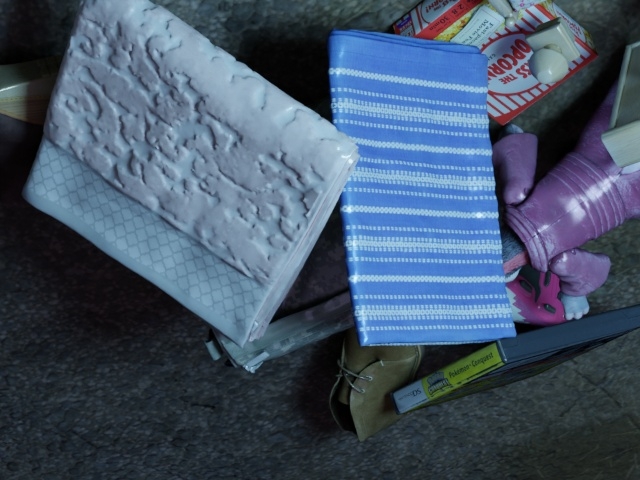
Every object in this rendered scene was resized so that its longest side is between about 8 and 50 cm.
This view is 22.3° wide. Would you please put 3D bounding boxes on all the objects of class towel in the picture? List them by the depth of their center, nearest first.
[{"bbox_3d":[-0.150,-0.076,1.717,0.332,0.053,0.317,35,131,8],"label":"towel"},{"bbox_3d":[0.111,-0.056,1.741,0.243,0.336,0.040,2,169,-44],"label":"towel"}]

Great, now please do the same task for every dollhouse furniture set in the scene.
[{"bbox_3d":[0.295,-0.273,1.622,0.303,0.174,0.355,-19,122,31],"label":"dollhouse furniture set"}]

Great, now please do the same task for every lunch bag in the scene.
[{"bbox_3d":[0.000,0.000,1.907,0.305,0.256,0.212,-23,128,16],"label":"lunch bag"}]

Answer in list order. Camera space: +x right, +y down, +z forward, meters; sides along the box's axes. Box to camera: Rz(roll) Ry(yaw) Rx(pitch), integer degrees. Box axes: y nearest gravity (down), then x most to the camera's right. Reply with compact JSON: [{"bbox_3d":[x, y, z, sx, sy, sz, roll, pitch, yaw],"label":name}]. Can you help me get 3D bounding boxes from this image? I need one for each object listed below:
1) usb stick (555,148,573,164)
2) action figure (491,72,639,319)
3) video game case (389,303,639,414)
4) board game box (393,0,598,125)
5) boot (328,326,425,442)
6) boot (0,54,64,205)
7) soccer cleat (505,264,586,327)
[{"bbox_3d":[0.431,-0.111,2.046,0.278,0.045,0.077,-14,138,4],"label":"usb stick"},{"bbox_3d":[0.325,-0.047,1.899,0.370,0.276,0.248,-39,96,-10],"label":"action figure"},{"bbox_3d":[0.268,0.159,2.188,0.275,0.035,0.248,-11,166,-36],"label":"video game case"},{"bbox_3d":[0.202,-0.230,1.868,0.147,0.045,0.193,-37,132,27],"label":"board game box"},{"bbox_3d":[0.067,0.168,2.210,0.115,0.112,0.305,-39,144,-23],"label":"boot"},{"bbox_3d":[-0.374,-0.110,1.849,0.248,0.090,0.207,-7,136,-10],"label":"boot"},{"bbox_3d":[0.203,0.042,2.142,0.331,0.116,0.143,20,154,-34],"label":"soccer cleat"}]
